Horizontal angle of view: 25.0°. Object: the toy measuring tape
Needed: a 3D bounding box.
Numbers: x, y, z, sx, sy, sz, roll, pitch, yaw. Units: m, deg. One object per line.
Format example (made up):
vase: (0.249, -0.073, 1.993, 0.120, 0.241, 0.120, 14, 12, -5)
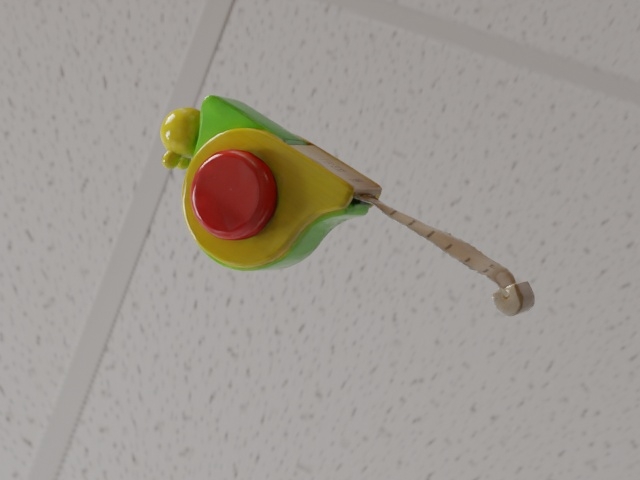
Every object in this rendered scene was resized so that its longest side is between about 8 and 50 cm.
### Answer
toy measuring tape: (0.000, 0.000, 1.099, 0.330, 0.121, 0.121, 33, -108, 21)
